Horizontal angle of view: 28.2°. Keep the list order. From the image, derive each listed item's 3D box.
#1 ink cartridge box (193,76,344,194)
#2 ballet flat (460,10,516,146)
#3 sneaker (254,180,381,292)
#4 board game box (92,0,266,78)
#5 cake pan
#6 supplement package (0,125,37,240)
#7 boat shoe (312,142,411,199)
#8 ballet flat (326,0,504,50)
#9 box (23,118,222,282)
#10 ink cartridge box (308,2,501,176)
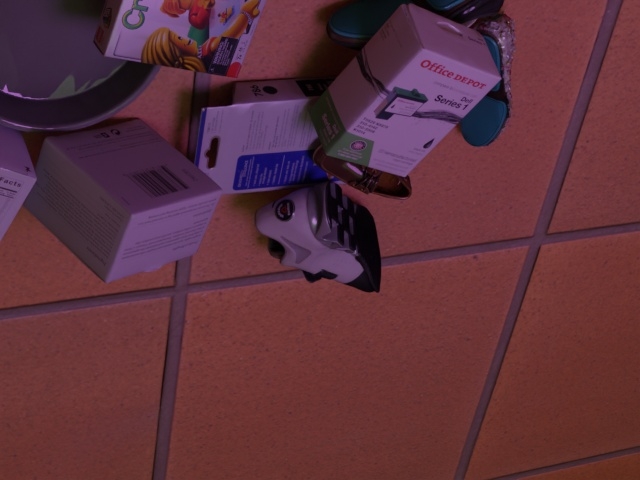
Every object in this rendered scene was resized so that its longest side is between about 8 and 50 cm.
[{"bbox_3d":[-0.037,-0.155,1.863,0.333,0.065,0.165,-7,132,-25],"label":"ink cartridge box"},{"bbox_3d":[0.263,-0.244,1.931,0.077,0.091,0.241,-51,157,-33],"label":"ballet flat"},{"bbox_3d":[0.000,0.000,1.995,0.146,0.122,0.330,-10,154,19],"label":"sneaker"},{"bbox_3d":[-0.143,-0.356,1.565,0.193,0.053,0.305,5,121,-34],"label":"board game box"},{"bbox_3d":[-0.334,-0.270,1.609,0.293,0.054,0.293,-15,134,-16],"label":"cake pan"},{"bbox_3d":[-0.495,-0.045,1.667,0.139,0.134,0.244,18,119,-38],"label":"supplement package"},{"bbox_3d":[0.067,-0.103,1.877,0.178,0.060,0.064,17,119,-38],"label":"boat shoe"},{"bbox_3d":[0.143,-0.309,1.802,0.280,0.095,0.096,-20,144,-10],"label":"ballet flat"},{"bbox_3d":[-0.264,-0.057,1.706,0.181,0.182,0.119,-19,142,-51],"label":"box"},{"bbox_3d":[0.116,-0.203,1.759,0.160,0.092,0.219,12,135,-38],"label":"ink cartridge box"}]
